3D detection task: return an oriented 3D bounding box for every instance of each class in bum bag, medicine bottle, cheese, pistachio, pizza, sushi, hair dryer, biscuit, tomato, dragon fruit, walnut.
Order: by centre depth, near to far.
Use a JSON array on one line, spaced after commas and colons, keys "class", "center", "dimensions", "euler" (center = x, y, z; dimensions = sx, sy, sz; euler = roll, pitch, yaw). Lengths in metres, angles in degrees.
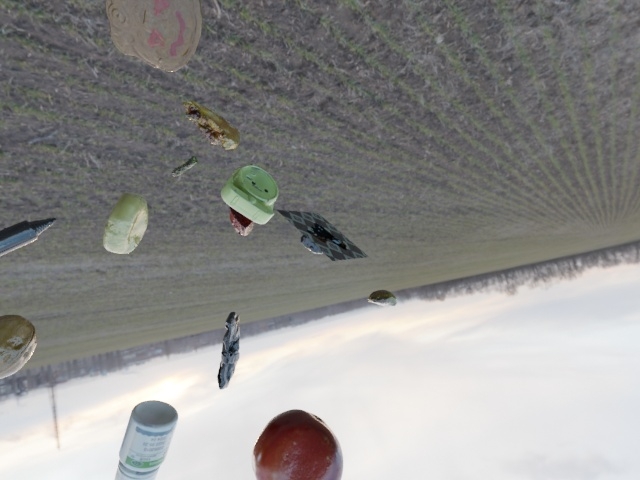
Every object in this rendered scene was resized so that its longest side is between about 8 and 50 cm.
[{"class": "hair dryer", "center": [-0.763, 0.047, 0.909], "dimensions": [0.107, 0.189, 0.352], "euler": [14, -144, 39]}, {"class": "biscuit", "center": [-0.443, -0.598, 1.079], "dimensions": [0.257, 0.049, 0.273], "euler": [21, 129, -9]}, {"class": "sushi", "center": [0.000, 0.000, 1.177], "dimensions": [0.220, 0.231, 0.047], "euler": [-1, 128, -58]}, {"class": "medicine bottle", "center": [-0.516, 0.609, 1.192], "dimensions": [0.139, 0.236, 0.139], "euler": [19, -175, -2]}, {"class": "pizza", "center": [-0.331, -0.340, 1.212], "dimensions": [0.069, 0.194, 0.154], "euler": [-48, -161, 20]}, {"class": "walnut", "center": [-1.004, 0.335, 1.284], "dimensions": [0.168, 0.207, 0.167], "euler": [8, 137, 8]}, {"class": "pistachio", "center": [0.211, 0.190, 1.347], "dimensions": [0.090, 0.049, 0.173], "euler": [8, 171, 18]}, {"class": "tomato", "center": [-0.076, 0.774, 1.446], "dimensions": [0.289, 0.325, 0.293], "euler": [-55, 170, -13]}, {"class": "cheese", "center": [-0.735, -0.067, 1.538], "dimensions": [0.117, 0.226, 0.213], "euler": [17, 121, -12]}, {"class": "bum bag", "center": [-0.352, 0.424, 1.587], "dimensions": [0.074, 0.309, 0.137], "euler": [10, -172, 2]}, {"class": "dragon fruit", "center": [-0.364, -0.081, 1.817], "dimensions": [0.121, 0.161, 0.127], "euler": [21, 125, -3]}]

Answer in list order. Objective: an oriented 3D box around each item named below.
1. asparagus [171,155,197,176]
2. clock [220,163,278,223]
[{"class": "asparagus", "center": [-0.584, -0.310, 1.726], "dimensions": [0.165, 0.030, 0.036], "euler": [-21, 123, 31]}, {"class": "clock", "center": [-0.288, -0.231, 1.776], "dimensions": [0.235, 0.308, 0.096], "euler": [33, 129, -19]}]
